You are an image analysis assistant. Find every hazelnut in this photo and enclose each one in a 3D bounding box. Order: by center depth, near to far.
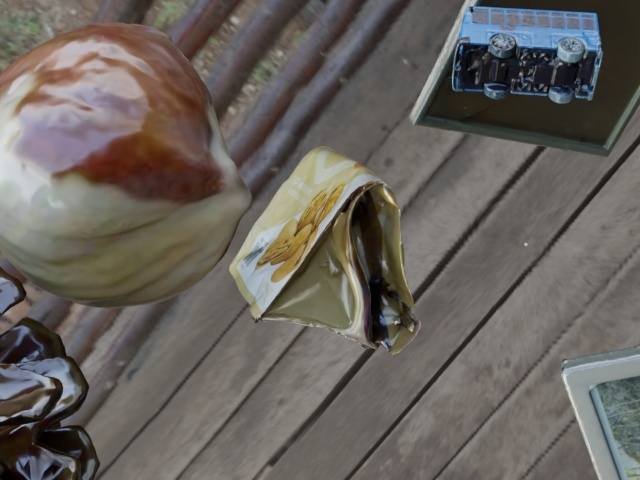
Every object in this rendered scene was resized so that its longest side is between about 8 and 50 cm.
[{"bbox_3d":[-0.174,-0.062,1.001,0.241,0.261,0.261,2,90,9],"label":"hazelnut"}]

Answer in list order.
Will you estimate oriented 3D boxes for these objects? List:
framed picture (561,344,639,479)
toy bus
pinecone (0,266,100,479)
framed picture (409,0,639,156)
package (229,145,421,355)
[{"bbox_3d":[0.342,0.200,0.873,0.240,0.020,0.324,-13,117,21],"label":"framed picture"},{"bbox_3d":[0.265,-0.245,1.489,0.185,0.090,0.106,4,50,3],"label":"toy bus"},{"bbox_3d":[-0.367,0.173,0.930,0.398,0.398,0.398,0,90,10],"label":"pinecone"},{"bbox_3d":[0.363,-0.287,1.709,0.028,0.446,0.326,51,124,42],"label":"framed picture"},{"bbox_3d":[0.023,0.022,1.420,0.165,0.311,0.221,36,91,-16],"label":"package"}]
